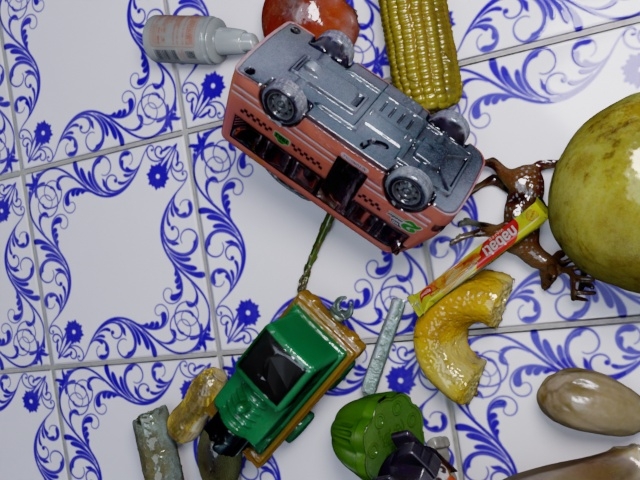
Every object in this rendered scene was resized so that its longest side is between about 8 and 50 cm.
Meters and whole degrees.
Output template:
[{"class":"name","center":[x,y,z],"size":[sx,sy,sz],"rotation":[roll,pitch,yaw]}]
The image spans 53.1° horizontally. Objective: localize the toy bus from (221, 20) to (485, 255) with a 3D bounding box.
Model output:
[{"class":"toy bus","center":[0.049,-0.165,1.106],"size":[0.427,0.203,0.233],"rotation":[36,143,2]}]

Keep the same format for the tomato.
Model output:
[{"class":"tomato","center":[-0.043,-0.432,1.249],"size":[0.199,0.112,0.228],"rotation":[-35,77,23]}]

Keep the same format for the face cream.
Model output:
[{"class":"face cream","center":[-0.242,-0.418,1.337],"size":[0.252,0.101,0.101],"rotation":[9,97,22]}]

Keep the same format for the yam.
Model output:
[{"class":"yam","center":[-0.363,0.508,1.456],"size":[0.093,0.093,0.259],"rotation":[-14,88,23]}]

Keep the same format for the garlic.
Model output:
[{"class":"garlic","center":[0.396,0.481,1.024],"size":[0.246,0.340,0.231],"rotation":[-35,69,49]}]

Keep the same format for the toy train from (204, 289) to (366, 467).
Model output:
[{"class":"toy train","center":[-0.086,0.277,1.235],"size":[0.178,0.249,0.429],"rotation":[43,107,15]}]

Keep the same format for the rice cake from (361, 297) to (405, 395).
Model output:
[{"class":"rice cake","center":[0.124,0.208,1.260],"size":[0.033,0.033,0.207],"rotation":[19,100,10]}]

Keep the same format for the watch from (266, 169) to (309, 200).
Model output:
[{"class":"watch","center":[-0.038,-0.194,1.285],"size":[0.206,0.068,0.193],"rotation":[29,103,16]}]

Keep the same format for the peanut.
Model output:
[{"class":"peanut","center":[-0.267,0.362,1.408],"size":[0.087,0.087,0.206],"rotation":[39,109,16]}]

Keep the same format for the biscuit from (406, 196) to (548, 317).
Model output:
[{"class":"biscuit","center":[0.273,0.032,1.107],"size":[0.292,0.026,0.048],"rotation":[-40,44,17]}]

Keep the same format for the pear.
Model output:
[{"class":"pear","center":[0.496,-0.077,0.935],"size":[0.304,0.304,0.304],"rotation":[2,94,23]}]

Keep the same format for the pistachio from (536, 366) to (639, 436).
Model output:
[{"class":"pistachio","center":[0.464,0.280,1.085],"size":[0.185,0.108,0.126],"rotation":[10,121,15]}]

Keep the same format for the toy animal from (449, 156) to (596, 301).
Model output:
[{"class":"toy animal","center":[0.362,-0.023,1.117],"size":[0.260,0.087,0.243],"rotation":[7,98,25]}]

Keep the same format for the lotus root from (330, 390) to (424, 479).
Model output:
[{"class":"lotus root","center":[0.084,0.372,1.233],"size":[0.186,0.186,0.186],"rotation":[2,94,23]}]

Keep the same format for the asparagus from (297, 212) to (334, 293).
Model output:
[{"class":"asparagus","center":[0.000,0.000,1.303],"size":[0.024,0.025,0.248],"rotation":[24,102,5]}]

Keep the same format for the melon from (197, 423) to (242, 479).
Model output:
[{"class":"melon","center":[-0.218,0.471,1.387],"size":[0.099,0.099,0.162],"rotation":[4,96,23]}]

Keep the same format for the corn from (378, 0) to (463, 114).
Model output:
[{"class":"corn","center":[0.171,-0.396,1.147],"size":[0.131,0.131,0.344],"rotation":[-10,91,23]}]

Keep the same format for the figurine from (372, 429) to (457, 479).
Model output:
[{"class":"figurine","center":[0.196,0.469,1.110],"size":[0.143,0.308,0.308],"rotation":[-36,79,11]}]

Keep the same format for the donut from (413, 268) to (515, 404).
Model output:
[{"class":"donut","center":[0.241,0.168,1.181],"size":[0.152,0.101,0.259],"rotation":[20,105,26]}]
